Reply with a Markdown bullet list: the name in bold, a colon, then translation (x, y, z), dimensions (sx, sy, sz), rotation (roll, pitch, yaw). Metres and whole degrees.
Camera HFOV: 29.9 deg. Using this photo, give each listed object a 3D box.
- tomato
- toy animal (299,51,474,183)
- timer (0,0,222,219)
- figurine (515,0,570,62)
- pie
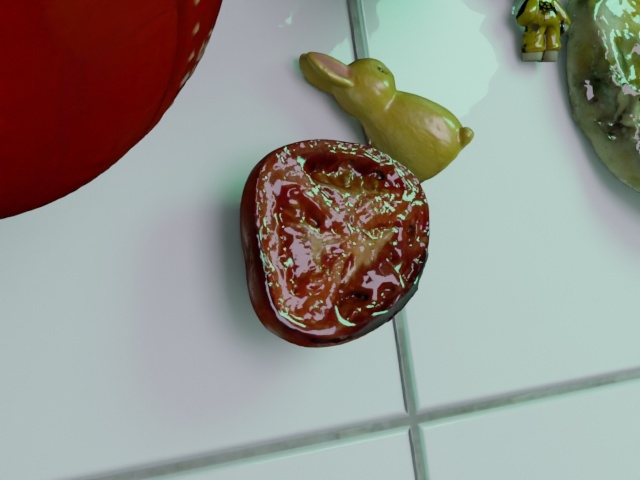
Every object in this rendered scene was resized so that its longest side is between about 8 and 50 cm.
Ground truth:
- **tomato**: translation (0.006, 0.006, 0.979), dimensions (0.174, 0.082, 0.166), rotation (-2, 78, -34)
- **toy animal**: translation (0.053, -0.122, 1.048), dimensions (0.159, 0.083, 0.070), rotation (39, 52, -15)
- **timer**: translation (-0.236, -0.182, 0.639), dimensions (0.378, 0.378, 0.279), rotation (47, 46, -21)
- **figurine**: translation (0.219, -0.254, 1.211), dimensions (0.101, 0.068, 0.143), rotation (24, 84, -24)
- **pie**: translation (0.392, -0.178, 1.321), dimensions (0.339, 0.077, 0.339), rotation (12, 68, -32)
